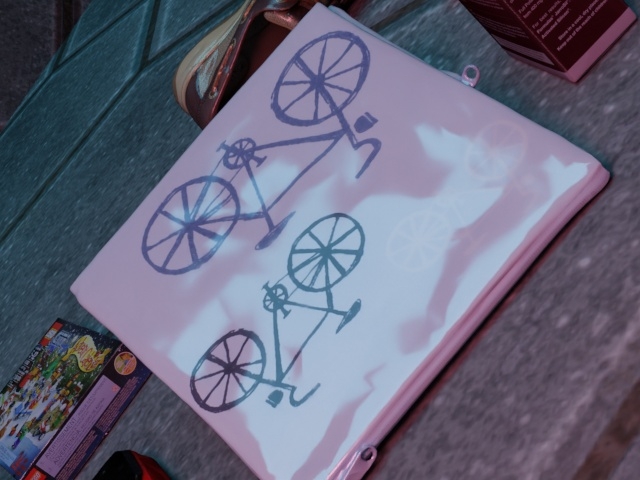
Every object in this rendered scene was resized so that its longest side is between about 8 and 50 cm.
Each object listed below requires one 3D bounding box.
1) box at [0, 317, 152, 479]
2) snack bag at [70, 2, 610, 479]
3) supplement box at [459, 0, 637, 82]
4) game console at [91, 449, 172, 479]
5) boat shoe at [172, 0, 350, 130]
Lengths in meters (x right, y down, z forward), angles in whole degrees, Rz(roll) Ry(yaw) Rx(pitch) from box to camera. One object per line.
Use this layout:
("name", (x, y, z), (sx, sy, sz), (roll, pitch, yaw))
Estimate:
("box", (-0.268, 0.164, 1.216), (0.159, 0.044, 0.233), (-55, 24, -15))
("snack bag", (0.003, -0.005, 0.879), (0.323, 0.037, 0.342), (-49, 47, -5))
("supplement box", (0.117, -0.233, 0.905), (0.073, 0.239, 0.130), (-47, 23, 3))
("game console", (-0.209, 0.342, 0.833), (0.386, 0.060, 0.342), (-51, 18, -9))
("boat shoe", (-0.030, -0.255, 1.385), (0.342, 0.123, 0.123), (-45, 37, 7))
